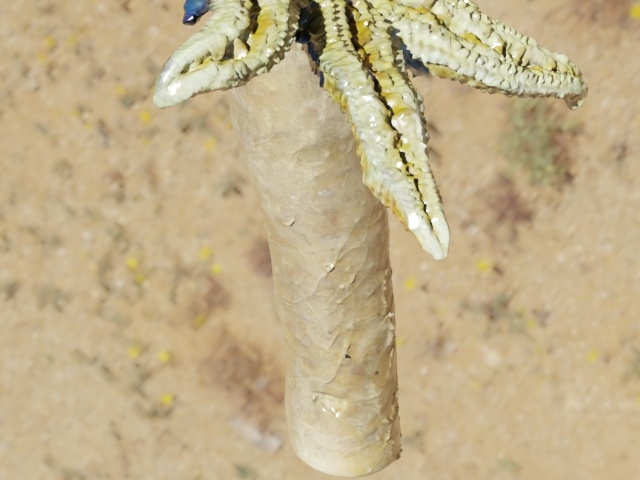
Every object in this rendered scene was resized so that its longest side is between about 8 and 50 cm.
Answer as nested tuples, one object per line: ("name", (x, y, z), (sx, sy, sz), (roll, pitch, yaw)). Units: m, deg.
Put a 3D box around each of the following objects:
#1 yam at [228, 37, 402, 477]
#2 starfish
("yam", (0.000, 0.000, 1.048), (0.081, 0.081, 0.356), (18, 137, 25))
("starfish", (0.024, -0.080, 0.592), (0.176, 0.208, 0.053), (30, 142, -29))
